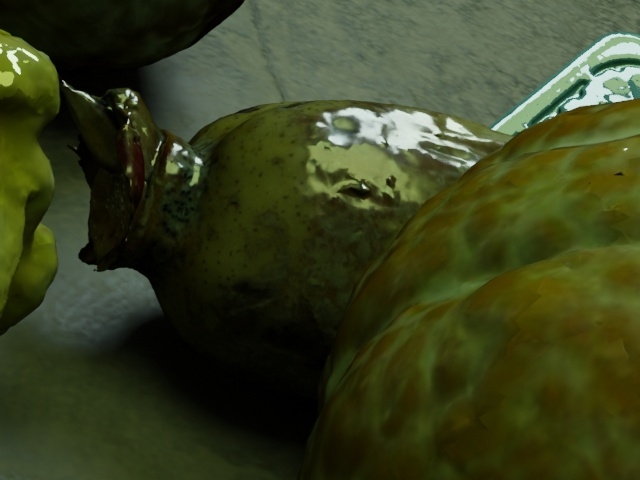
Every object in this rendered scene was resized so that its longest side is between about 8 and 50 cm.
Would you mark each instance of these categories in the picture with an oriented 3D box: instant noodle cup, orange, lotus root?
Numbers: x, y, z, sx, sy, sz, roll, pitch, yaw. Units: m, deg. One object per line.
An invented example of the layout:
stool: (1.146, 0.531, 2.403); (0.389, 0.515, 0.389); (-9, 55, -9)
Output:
instant noodle cup: (0.179, -0.027, 0.859); (0.157, 0.070, 0.179); (39, 57, 21)
orange: (0.153, 0.094, 0.486); (0.329, 0.249, 0.329); (24, 42, -23)
lotus root: (-0.001, 0.002, 0.656); (0.278, 0.154, 0.154); (13, 32, -22)

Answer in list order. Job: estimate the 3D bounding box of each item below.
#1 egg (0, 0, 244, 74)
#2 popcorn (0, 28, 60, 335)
egg: (-0.129, -0.216, 0.812); (0.238, 0.238, 0.289); (24, 20, -1)
popcorn: (-0.170, -0.019, 0.531); (0.156, 0.197, 0.197); (15, 31, -21)
